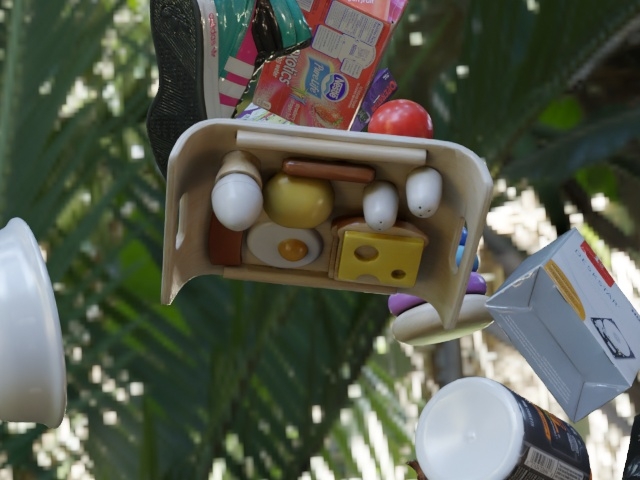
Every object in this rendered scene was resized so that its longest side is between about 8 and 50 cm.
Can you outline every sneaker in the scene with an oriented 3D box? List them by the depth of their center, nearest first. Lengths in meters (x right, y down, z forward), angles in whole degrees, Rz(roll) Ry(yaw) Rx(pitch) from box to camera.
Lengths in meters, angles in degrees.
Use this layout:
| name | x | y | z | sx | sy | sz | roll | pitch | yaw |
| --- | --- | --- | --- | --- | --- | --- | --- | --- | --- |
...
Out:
| name | x | y | z | sx | sy | sz | roll | pitch | yaw |
| --- | --- | --- | --- | --- | --- | --- | --- | --- | --- |
| sneaker | -0.096 | -0.191 | 1.642 | 0.178 | 0.124 | 0.295 | -30 | -35 | -33 |

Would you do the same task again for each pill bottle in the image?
| name | x | y | z | sx | sy | sz | roll | pitch | yaw |
| --- | --- | --- | --- | --- | --- | --- | --- | --- | --- |
| pill bottle | 0.215 | 0.241 | 1.652 | 0.130 | 0.130 | 0.246 | -10 | -24 | 30 |

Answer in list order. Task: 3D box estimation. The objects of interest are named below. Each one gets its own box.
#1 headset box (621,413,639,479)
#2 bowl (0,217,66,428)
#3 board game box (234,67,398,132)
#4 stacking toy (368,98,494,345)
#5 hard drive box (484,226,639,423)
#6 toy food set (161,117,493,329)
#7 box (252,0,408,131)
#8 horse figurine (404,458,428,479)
| name | x | y | z | sx | sy | sz | roll | pitch | yaw |
| --- | --- | --- | --- | --- | --- | --- | --- | --- | --- |
| headset box | 0.495 | 0.373 | 1.882 | 0.131 | 0.283 | 0.246 | -32 | -71 | 38 |
| bowl | -0.451 | 0.125 | 2.059 | 0.134 | 0.298 | 0.298 | -11 | -8 | -21 |
| board game box | -0.050 | -0.188 | 2.526 | 0.347 | 0.056 | 0.208 | -7 | 29 | 47 |
| stacking toy | 0.130 | -0.033 | 2.006 | 0.141 | 0.330 | 0.141 | -13 | -15 | -3 |
| hard drive box | 0.312 | 0.099 | 1.854 | 0.089 | 0.181 | 0.232 | -37 | -1 | 22 |
| toy food set | 0.000 | 0.000 | 1.477 | 0.306 | 0.092 | 0.219 | 6 | -44 | -2 |
| box | 0.023 | -0.291 | 2.106 | 0.154 | 0.142 | 0.300 | 26 | -32 | 2 |
| horse figurine | 0.244 | 0.450 | 2.516 | 0.066 | 0.174 | 0.263 | -1 | 14 | -38 |
